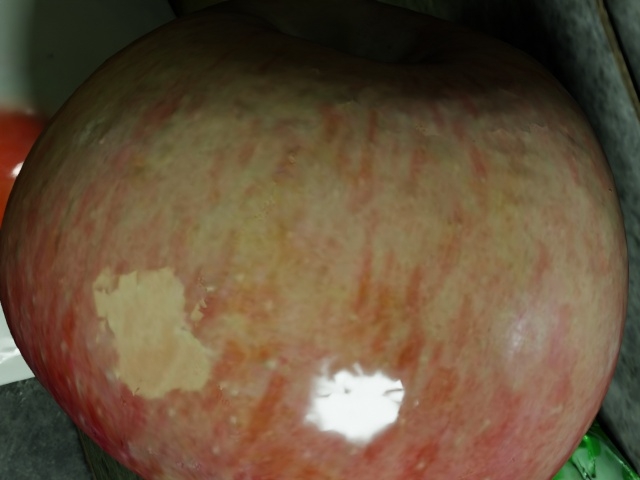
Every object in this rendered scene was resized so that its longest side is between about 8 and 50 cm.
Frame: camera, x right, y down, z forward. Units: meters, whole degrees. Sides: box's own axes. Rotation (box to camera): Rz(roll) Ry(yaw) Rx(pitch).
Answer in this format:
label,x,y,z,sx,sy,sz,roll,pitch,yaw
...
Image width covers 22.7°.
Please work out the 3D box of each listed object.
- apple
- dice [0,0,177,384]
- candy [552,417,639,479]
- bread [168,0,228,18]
label,x,y,z,sx,sy,sz,roll,pitch,yaw
apple,0.000,0.000,0.835,0.269,0.344,0.345,-63,34,11
dice,-0.254,-0.060,1.138,0.304,0.304,0.277,-155,47,-68
candy,0.187,0.245,0.911,0.323,0.097,0.097,63,160,1
bread,-0.094,-0.201,1.195,0.185,0.114,0.275,115,135,-68
